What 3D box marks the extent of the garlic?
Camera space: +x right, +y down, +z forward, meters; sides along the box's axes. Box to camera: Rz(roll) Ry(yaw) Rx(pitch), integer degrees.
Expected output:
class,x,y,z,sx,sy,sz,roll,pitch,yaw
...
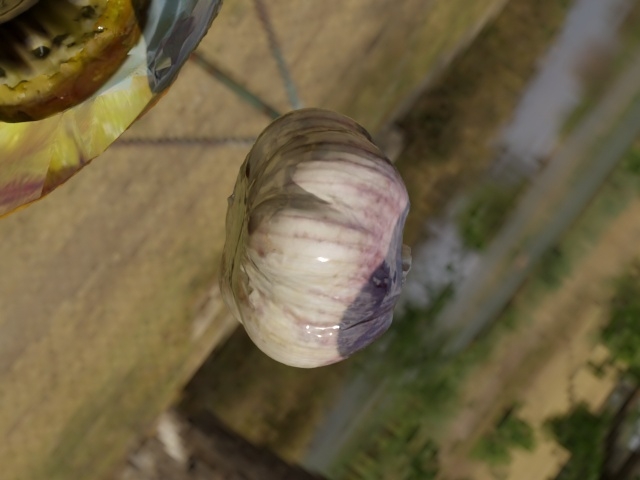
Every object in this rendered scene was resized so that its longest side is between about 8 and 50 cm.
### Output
class,x,y,z,sx,sy,sz,roll,pitch,yaw
garlic,0.000,0.000,1.044,0.159,0.102,0.147,120,-29,-64

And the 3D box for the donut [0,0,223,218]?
class,x,y,z,sx,sy,sz,roll,pitch,yaw
donut,-0.192,-0.161,1.153,0.330,0.160,0.330,-21,126,-31
